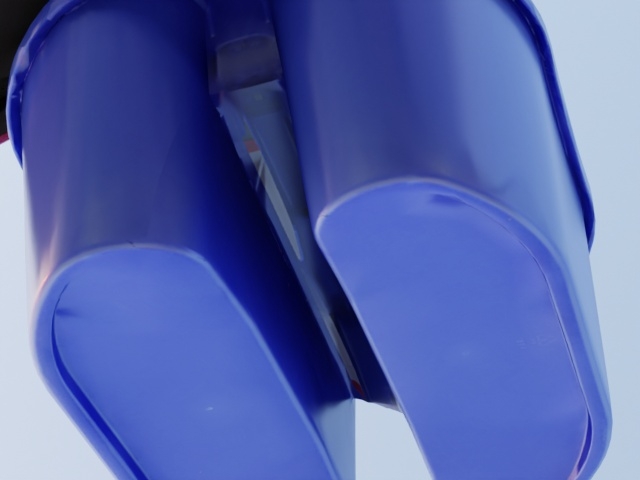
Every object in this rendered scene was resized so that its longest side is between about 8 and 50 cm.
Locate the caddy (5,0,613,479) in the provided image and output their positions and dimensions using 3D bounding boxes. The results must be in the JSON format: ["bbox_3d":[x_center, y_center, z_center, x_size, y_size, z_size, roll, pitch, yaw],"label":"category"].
[{"bbox_3d":[0.000,0.000,0.806,0.241,0.341,0.179,-12,-129,10],"label":"caddy"}]

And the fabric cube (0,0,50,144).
[{"bbox_3d":[-0.256,-0.158,0.946,0.254,0.259,0.258,-29,-168,-4],"label":"fabric cube"}]
